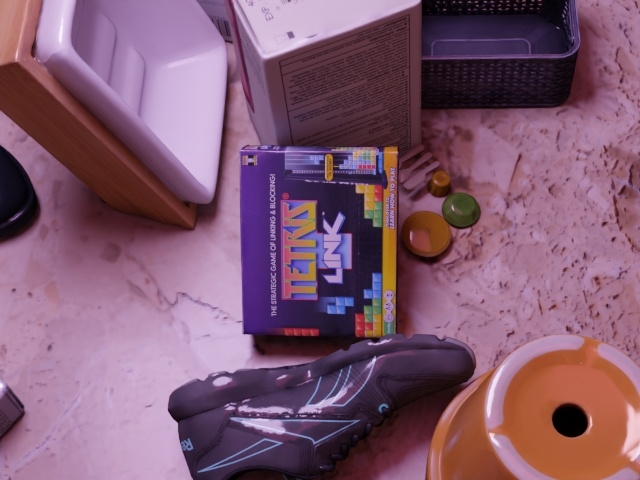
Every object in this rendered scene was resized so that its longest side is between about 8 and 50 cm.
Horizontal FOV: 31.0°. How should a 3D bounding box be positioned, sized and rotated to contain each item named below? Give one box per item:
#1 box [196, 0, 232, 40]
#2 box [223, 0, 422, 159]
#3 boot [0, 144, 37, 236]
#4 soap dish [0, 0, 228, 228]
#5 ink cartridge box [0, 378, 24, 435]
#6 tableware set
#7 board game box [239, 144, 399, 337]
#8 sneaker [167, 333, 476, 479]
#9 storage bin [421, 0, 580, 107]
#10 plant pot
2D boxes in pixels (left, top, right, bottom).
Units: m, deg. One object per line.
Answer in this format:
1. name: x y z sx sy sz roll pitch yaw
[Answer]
1. box: -0.093 -0.274 1.219 0.101 0.102 0.087 11 60 12
2. box: 0.005 -0.166 1.076 0.149 0.232 0.126 -21 61 -8
3. boot: -0.384 -0.132 1.101 0.094 0.207 0.246 -38 65 -16
4. soap dish: -0.201 -0.171 1.079 0.118 0.291 0.228 -10 59 21
5. ink cartridge box: -0.445 0.175 1.018 0.239 0.060 0.275 33 69 21
6. tableware set: 0.074 -0.017 1.109 0.154 0.024 0.104 -37 72 -17
7. board game box: 0.000 0.000 1.035 0.141 0.048 0.170 0 101 4
8. sneaker: 0.007 0.150 0.992 0.267 0.101 0.106 -14 73 4
9. storage bin: 0.166 -0.208 1.174 0.180 0.084 0.122 0 61 4
10. plant pot: 0.185 0.168 0.902 0.205 0.188 0.205 -2 61 3
